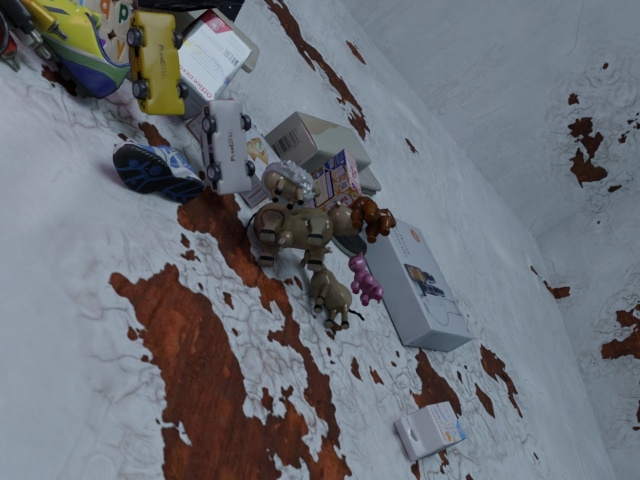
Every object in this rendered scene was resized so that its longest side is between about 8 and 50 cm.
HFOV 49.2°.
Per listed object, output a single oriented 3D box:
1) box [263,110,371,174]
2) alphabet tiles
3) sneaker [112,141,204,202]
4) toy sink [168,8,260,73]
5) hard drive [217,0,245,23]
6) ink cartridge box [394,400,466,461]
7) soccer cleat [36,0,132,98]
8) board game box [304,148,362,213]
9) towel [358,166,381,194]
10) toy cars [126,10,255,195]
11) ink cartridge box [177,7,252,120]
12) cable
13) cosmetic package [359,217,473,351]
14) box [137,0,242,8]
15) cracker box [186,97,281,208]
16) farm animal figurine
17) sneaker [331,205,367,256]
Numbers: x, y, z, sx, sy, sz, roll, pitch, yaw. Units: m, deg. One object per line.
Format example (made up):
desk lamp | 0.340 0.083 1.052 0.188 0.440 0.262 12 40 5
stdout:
box | -0.009 -0.225 1.820 0.121 0.148 0.311 61 23 14
alphabet tiles | -0.390 -0.466 1.372 0.284 0.021 0.278 -6 104 -67
sneaker | -0.300 -0.132 1.259 0.081 0.080 0.211 60 14 26
toy sink | -0.277 -0.459 1.642 0.234 0.131 0.153 39 28 -22
hard drive | -0.327 -0.702 1.941 0.237 0.064 0.339 44 27 -24
ink cartridge box | 0.235 0.413 1.514 0.143 0.090 0.092 12 48 -58
soccer cleat | -0.447 -0.383 1.219 0.289 0.121 0.093 52 7 -14
board game box | 0.002 -0.105 1.622 0.045 0.193 0.147 39 29 -34
towel | 0.081 -0.232 2.111 0.282 0.049 0.187 3 56 -61
toy cars | -0.257 -0.254 1.359 0.394 0.087 0.176 50 59 -30
ink cartridge box | -0.258 -0.367 1.474 0.128 0.127 0.176 43 61 -24
cable | -0.537 -0.405 1.102 0.287 0.139 0.072 57 -20 -19
cosmetic package | 0.255 0.114 1.935 0.284 0.097 0.377 21 41 -56
box | -0.265 -0.520 1.413 0.156 0.158 0.093 -28 118 -63
cracker box | -0.176 -0.199 1.570 0.232 0.067 0.156 53 24 -7
farm animal figurine | 0.000 0.000 1.468 0.326 0.330 0.172 19 36 -9
sneaker | 0.070 -0.057 1.777 0.222 0.118 0.083 46 25 -19
